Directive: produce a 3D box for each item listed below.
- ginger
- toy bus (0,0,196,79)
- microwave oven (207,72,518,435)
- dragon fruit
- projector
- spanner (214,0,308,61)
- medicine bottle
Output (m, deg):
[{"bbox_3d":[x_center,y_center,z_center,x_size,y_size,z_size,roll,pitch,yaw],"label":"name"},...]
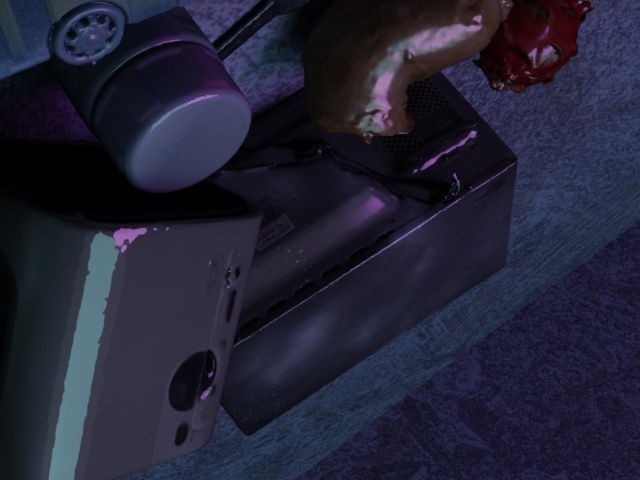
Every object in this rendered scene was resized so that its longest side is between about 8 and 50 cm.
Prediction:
[{"bbox_3d":[0.087,-0.220,1.054,0.267,0.138,0.152,-41,113,3],"label":"ginger"},{"bbox_3d":[-0.244,-0.201,0.646,0.312,0.152,0.190,-28,155,-17],"label":"toy bus"},{"bbox_3d":[0.000,0.000,1.233,0.432,0.236,0.374,-33,156,-9],"label":"microwave oven"},{"bbox_3d":[0.268,-0.269,1.251,0.166,0.133,0.136,-37,-162,4],"label":"dragon fruit"},{"bbox_3d":[-0.225,0.055,0.916,0.249,0.248,0.249,-6,114,-50],"label":"projector"},{"bbox_3d":[-0.108,-0.190,1.014,0.254,0.015,0.054,-40,156,7],"label":"spanner"},{"bbox_3d":[-0.153,-0.141,0.855,0.135,0.168,0.135,-29,154,-16],"label":"medicine bottle"}]
